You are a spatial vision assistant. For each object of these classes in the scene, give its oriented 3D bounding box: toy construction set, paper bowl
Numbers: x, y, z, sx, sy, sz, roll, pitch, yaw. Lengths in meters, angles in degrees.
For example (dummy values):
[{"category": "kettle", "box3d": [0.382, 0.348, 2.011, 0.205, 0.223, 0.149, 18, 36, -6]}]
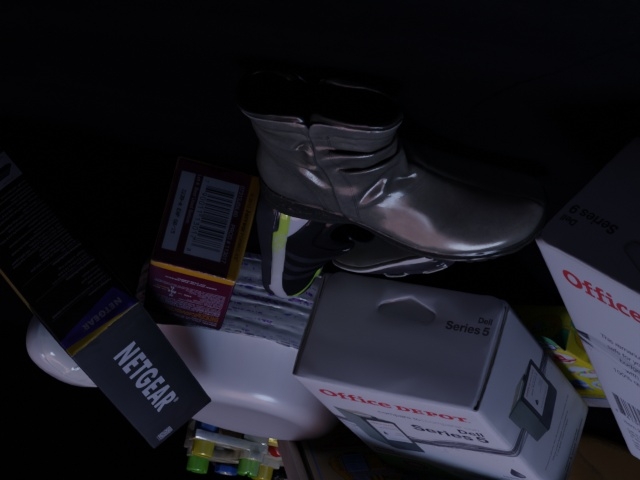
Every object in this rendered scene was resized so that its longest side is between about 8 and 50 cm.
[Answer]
[{"category": "toy construction set", "box3d": [-0.049, 0.291, 2.533, 0.327, 0.151, 0.215, 33, 156, -22]}, {"category": "paper bowl", "box3d": [-0.069, 0.122, 1.989, 0.284, 0.148, 0.284, 11, 163, 3]}]

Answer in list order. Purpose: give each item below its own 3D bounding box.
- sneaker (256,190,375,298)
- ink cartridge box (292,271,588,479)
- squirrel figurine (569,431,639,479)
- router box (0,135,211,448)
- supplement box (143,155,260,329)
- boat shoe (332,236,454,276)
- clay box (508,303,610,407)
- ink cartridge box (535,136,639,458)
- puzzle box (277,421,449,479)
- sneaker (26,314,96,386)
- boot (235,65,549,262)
[{"category": "sneaker", "box3d": [0.000, 0.000, 1.654, 0.097, 0.084, 0.235, 10, 163, 7]}, {"category": "ink cartridge box", "box3d": [0.121, 0.145, 1.805, 0.198, 0.115, 0.273, 8, 159, 29]}, {"category": "squirrel figurine", "box3d": [0.468, 0.428, 2.360, 0.397, 0.281, 0.370, 8, 169, 26]}, {"category": "router box", "box3d": [-0.235, 0.049, 1.766, 0.243, 0.081, 0.309, 47, 172, 22]}, {"category": "supplement box", "box3d": [-0.111, 0.006, 1.722, 0.080, 0.104, 0.188, 15, 163, -3]}, {"category": "boat shoe", "box3d": [0.068, 0.012, 1.712, 0.125, 0.046, 0.038, -10, 148, 35]}, {"category": "clay box", "box3d": [0.247, 0.114, 1.877, 0.127, 0.053, 0.222, 0, 157, 44]}, {"category": "ink cartridge box", "box3d": [0.307, 0.086, 1.388, 0.211, 0.121, 0.289, 32, 160, 42]}, {"category": "puzzle box", "box3d": [0.106, 0.255, 1.983, 0.272, 0.052, 0.409, -4, -164, -8]}, {"category": "sneaker", "box3d": [-0.204, 0.124, 2.193, 0.290, 0.106, 0.123, 14, 163, -41]}, {"category": "boot", "box3d": [0.057, -0.060, 1.441, 0.246, 0.083, 0.161, 10, 157, 7]}]
